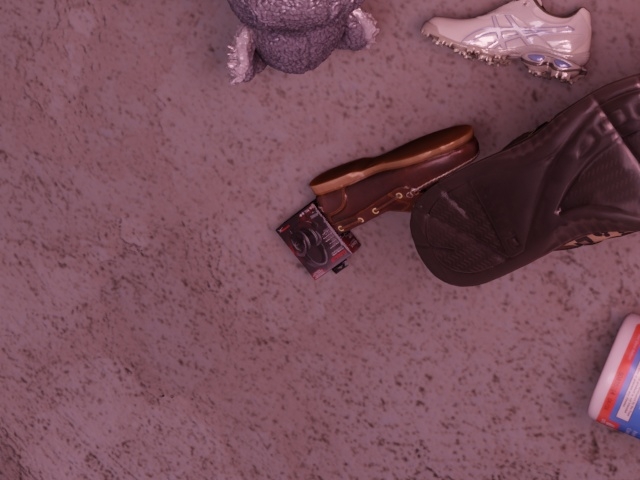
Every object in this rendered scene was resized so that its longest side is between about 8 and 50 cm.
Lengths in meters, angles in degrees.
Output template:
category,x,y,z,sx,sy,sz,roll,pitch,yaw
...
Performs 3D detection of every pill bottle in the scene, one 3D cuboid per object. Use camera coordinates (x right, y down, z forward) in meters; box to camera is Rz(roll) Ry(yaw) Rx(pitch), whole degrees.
category,x,y,z,sx,sy,sz,roll,pitch,yaw
pill bottle,0.402,0.171,1.565,0.221,0.124,0.124,22,118,13

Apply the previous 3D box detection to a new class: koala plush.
category,x,y,z,sx,sy,sz,roll,pitch,yaw
koala plush,-0.029,-0.247,1.515,0.221,0.196,0.203,91,158,-58

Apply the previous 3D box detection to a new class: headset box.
category,x,y,z,sx,sy,sz,roll,pitch,yaw
headset box,0.000,0.000,1.710,0.062,0.032,0.083,-35,94,30

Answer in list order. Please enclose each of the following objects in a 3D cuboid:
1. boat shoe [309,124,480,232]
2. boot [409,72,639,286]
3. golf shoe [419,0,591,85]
category,x,y,z,sx,sy,sz,roll,pitch,yaw
boat shoe,0.088,-0.065,1.628,0.207,0.073,0.073,-18,105,35
boot,0.296,-0.082,1.399,0.377,0.284,0.138,-26,90,33
golf shoe,0.193,-0.218,1.534,0.176,0.069,0.086,15,96,13
